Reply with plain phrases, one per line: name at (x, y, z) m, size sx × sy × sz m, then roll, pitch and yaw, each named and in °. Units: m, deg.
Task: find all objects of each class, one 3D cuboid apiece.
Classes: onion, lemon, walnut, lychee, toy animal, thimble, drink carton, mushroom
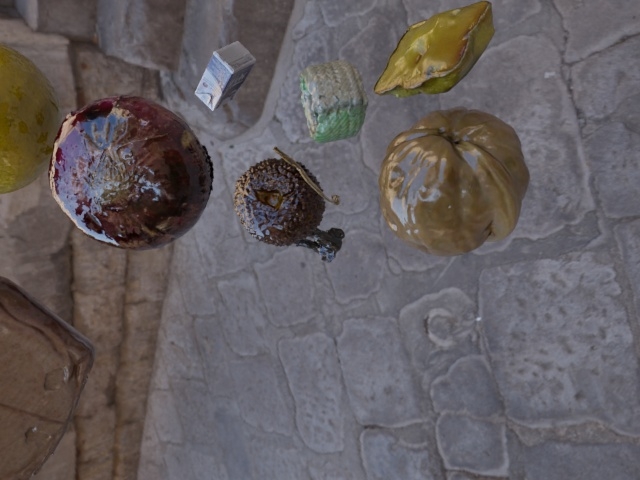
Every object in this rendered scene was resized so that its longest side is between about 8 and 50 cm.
onion at (-0.290, -0.106, 0.825) m, size 0.246 × 0.190 × 0.246 m, roll 3°, pitch 116°, yaw 6°
lemon at (-0.719, -0.263, 1.103) m, size 0.348 × 0.348 × 0.348 m, roll 17°, pitch 113°, yaw 47°
walnut at (0.253, -0.108, 1.006) m, size 0.285 × 0.296 × 0.285 m, roll 35°, pitch 157°, yaw 17°
lychee at (-0.111, -0.109, 1.489) m, size 0.267 × 0.267 × 0.267 m, roll 17°, pitch 113°, yaw 47°
toy animal at (0.002, -0.005, 1.696) m, size 0.146 × 0.245 × 0.114 m, roll 25°, pitch 96°, yaw 4°
thimble at (0.035, -0.372, 1.407) m, size 0.219 × 0.150 × 0.219 m, roll 167°, pitch 90°, yaw -83°
drink carton at (-0.346, -0.590, 1.886) m, size 0.102 × 0.134 × 0.222 m, roll 44°, pitch 138°, yaw -3°
mushroom at (-0.026, -0.144, 1.233) m, size 0.026 × 0.286 × 0.028 m, roll -39°, pitch 54°, yaw 14°

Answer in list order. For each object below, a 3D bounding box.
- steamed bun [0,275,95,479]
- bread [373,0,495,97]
steamed bun at (-0.492, 0.212, 0.735) m, size 0.251 × 0.301 × 0.199 m, roll 43°, pitch 154°, yaw -29°
bread at (0.202, -0.323, 0.919) m, size 0.233 × 0.088 × 0.160 m, roll 15°, pitch 81°, yaw 65°
